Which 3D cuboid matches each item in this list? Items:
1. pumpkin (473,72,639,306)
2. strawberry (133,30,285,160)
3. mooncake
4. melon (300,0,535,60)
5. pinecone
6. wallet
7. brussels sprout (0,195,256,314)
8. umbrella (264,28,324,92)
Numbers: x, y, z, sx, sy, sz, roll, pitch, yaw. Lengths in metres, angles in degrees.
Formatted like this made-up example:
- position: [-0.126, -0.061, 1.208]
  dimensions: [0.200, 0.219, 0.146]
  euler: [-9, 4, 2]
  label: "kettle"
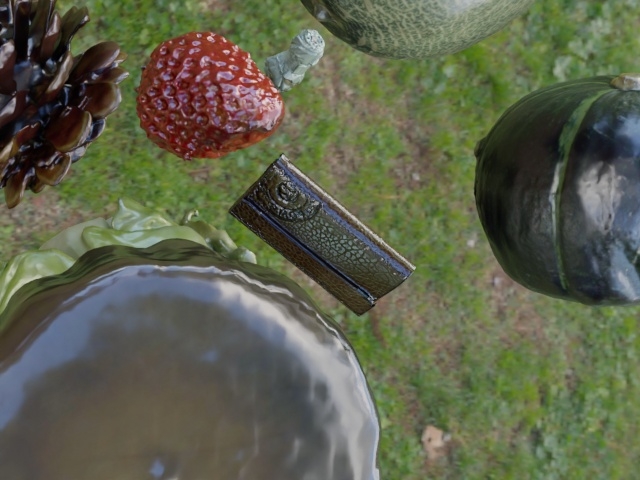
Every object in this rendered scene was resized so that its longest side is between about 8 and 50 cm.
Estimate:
- position: [0.324, -0.057, 1.024]
  dimensions: [0.323, 0.323, 0.241]
  euler: [-7, 105, -38]
  label: "pumpkin"
- position: [-0.147, -0.195, 1.385]
  dimensions: [0.205, 0.244, 0.205]
  euler: [-17, 117, -37]
  label: "strawberry"
- position: [-0.109, 0.139, 0.643]
  dimensions: [0.290, 0.161, 0.290]
  euler: [-2, 96, -22]
  label: "mooncake"
- position: [0.107, -0.299, 0.803]
  dimensions: [0.329, 0.248, 0.248]
  euler: [-44, 116, -9]
  label: "melon"
- position: [-0.357, -0.172, 1.052]
  dimensions: [0.264, 0.264, 0.264]
  euler: [1, 88, -38]
  label: "pinecone"
- position: [0.000, 0.000, 1.320]
  dimensions: [0.243, 0.133, 0.039]
  euler: [40, 39, -10]
  label: "wallet"
- position: [-0.267, 0.162, 1.398]
  dimensions: [0.425, 0.342, 0.361]
  euler: [-22, 72, -24]
  label: "brussels sprout"
- position: [-0.049, -0.287, 1.566]
  dimensions: [0.067, 0.143, 0.062]
  euler: [42, 45, -15]
  label: "umbrella"
